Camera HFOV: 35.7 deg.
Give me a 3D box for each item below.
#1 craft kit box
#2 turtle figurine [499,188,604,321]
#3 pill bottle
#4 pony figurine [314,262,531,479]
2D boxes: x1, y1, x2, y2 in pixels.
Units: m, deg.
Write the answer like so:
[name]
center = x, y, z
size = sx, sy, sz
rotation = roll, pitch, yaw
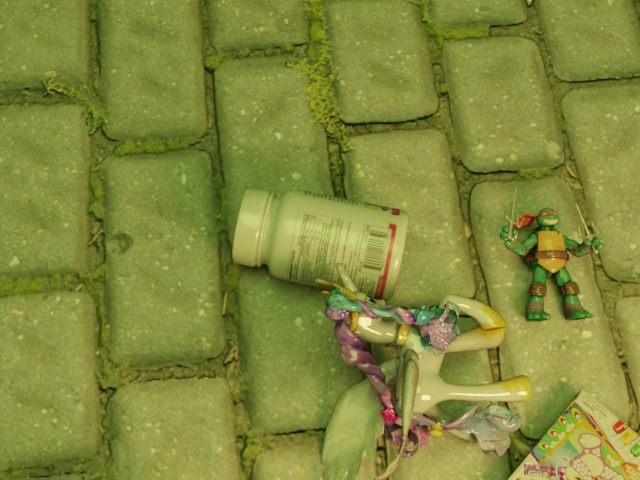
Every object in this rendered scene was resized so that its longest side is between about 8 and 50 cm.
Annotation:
[craft kit box]
center = 0.444, 0.411, 1.603
size = 0.250, 0.061, 0.246
rotation = 40, 72, 15
[turtle figurine]
center = 0.408, 0.024, 1.747
size = 0.175, 0.118, 0.234
rotation = -5, 80, 11
[pill bottle]
center = 0.000, 0.000, 1.713
size = 0.283, 0.160, 0.160
rotation = 12, 65, 3
[pony figurine]
center = 0.147, 0.228, 1.575
size = 0.363, 0.303, 0.351
rotation = 14, 66, -21
